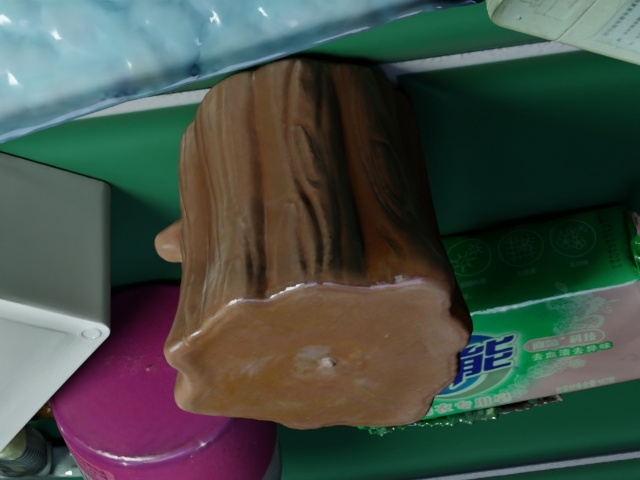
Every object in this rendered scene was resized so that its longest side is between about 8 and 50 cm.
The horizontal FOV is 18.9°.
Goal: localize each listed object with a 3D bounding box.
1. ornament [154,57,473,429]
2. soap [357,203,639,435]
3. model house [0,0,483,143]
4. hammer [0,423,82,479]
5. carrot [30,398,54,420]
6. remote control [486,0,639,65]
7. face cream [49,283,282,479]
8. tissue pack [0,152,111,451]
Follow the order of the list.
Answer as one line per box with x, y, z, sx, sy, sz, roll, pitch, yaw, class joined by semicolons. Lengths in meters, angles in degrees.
0.000;0.000;1.400;0.235;0.217;0.221;-31;139;31;ornament
0.146;0.063;1.623;0.273;0.098;0.218;-11;139;4;soap
-0.122;-0.258;1.008;0.360;0.297;0.339;-16;108;12;model house
-0.273;0.190;1.730;0.159;0.041;0.226;-3;166;1;hammer
-0.361;0.126;1.665;0.314;0.066;0.066;11;142;-24;carrot
0.232;-0.165;1.356;0.233;0.038;0.098;12;142;-26;remote control
-0.128;0.157;1.648;0.175;0.175;0.195;-8;146;3;face cream
-0.282;0.055;1.511;0.159;0.136;0.246;16;139;-29;tissue pack
